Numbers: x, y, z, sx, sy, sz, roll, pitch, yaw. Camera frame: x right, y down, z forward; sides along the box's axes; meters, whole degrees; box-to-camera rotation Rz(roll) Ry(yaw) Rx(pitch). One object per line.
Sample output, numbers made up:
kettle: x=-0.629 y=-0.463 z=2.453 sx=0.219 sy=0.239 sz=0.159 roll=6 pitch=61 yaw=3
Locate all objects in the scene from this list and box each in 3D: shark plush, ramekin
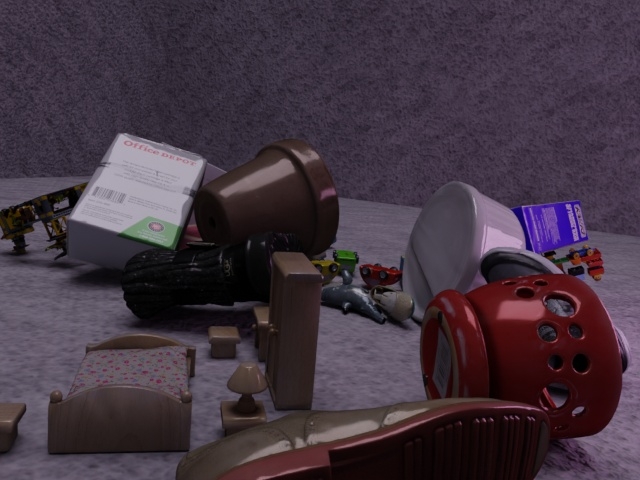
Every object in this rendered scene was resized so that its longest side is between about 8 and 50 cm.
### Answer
shark plush: x=0.063 y=0.127 z=1.117 sx=0.067 sy=0.073 sz=0.161 roll=-25 pitch=48 yaw=-33
ramekin: x=0.269 y=0.035 z=1.092 sx=0.127 sy=0.273 sz=0.273 roll=15 pitch=7 yaw=-15

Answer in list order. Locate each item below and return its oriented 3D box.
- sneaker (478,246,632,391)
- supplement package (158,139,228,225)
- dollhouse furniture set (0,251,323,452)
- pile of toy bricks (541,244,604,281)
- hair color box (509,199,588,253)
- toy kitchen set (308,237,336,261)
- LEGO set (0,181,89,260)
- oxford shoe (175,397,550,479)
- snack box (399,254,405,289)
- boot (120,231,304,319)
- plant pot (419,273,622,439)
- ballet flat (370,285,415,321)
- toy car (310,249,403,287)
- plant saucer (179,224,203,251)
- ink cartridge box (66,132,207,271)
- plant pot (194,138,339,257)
sneaker: x=0.335 y=0.118 z=0.858 sx=0.268 sy=0.101 sz=0.153 roll=44 pitch=32 yaw=16
supplement package: x=-0.357 y=-0.125 z=1.588 sx=0.261 sy=0.204 sz=0.145 roll=24 pitch=3 yaw=-21
dollhouse furniture set: x=-0.190 y=0.100 z=0.711 sx=0.355 sy=0.174 sz=0.303 roll=3 pitch=10 yaw=-13
pile of toy bricks: x=0.548 y=0.093 z=1.336 sx=0.212 sy=0.105 sz=0.118 roll=-15 pitch=23 yaw=9
hair color box: x=0.451 y=-0.015 z=1.305 sx=0.185 sy=0.110 sz=0.338 roll=-16 pitch=-5 yaw=42
toy kitchen set: x=0.000 y=0.000 z=1.634 sx=0.166 sy=0.122 sz=0.207 roll=15 pitch=34 yaw=42
LEGO set: x=-0.566 y=-0.029 z=1.374 sx=0.254 sy=0.192 sz=0.331 roll=-13 pitch=11 yaw=28
oxford shoe: x=0.046 y=0.182 z=0.505 sx=0.348 sy=0.123 sz=0.130 roll=0 pitch=11 yaw=-26
snack box: x=0.289 y=0.089 z=1.301 sx=0.207 sy=0.070 sz=0.174 roll=4 pitch=10 yaw=2
boot: x=-0.167 y=0.066 z=1.050 sx=0.260 sy=0.131 sz=0.348 roll=-13 pitch=-14 yaw=12
plant pot: x=0.216 y=0.136 z=0.677 sx=0.174 sy=0.191 sz=0.191 roll=-1 pitch=11 yaw=-7
ballet flat: x=0.131 y=0.118 z=1.104 sx=0.052 sy=0.057 sz=0.168 roll=15 pitch=-1 yaw=-9
toy car: x=0.064 y=0.066 z=1.368 sx=0.239 sy=0.053 sz=0.225 roll=5 pitch=10 yaw=-2
plant saucer: x=-0.231 y=0.020 z=1.393 sx=0.332 sy=0.084 sz=0.332 roll=4 pitch=10 yaw=-1
ink cartridge box: x=-0.382 y=-0.076 z=1.241 sx=0.211 sy=0.122 sz=0.289 roll=17 pitch=45 yaw=-8
plant pot: x=-0.126 y=-0.063 z=1.198 sx=0.229 sy=0.263 sz=0.263 roll=-20 pitch=23 yaw=-36
